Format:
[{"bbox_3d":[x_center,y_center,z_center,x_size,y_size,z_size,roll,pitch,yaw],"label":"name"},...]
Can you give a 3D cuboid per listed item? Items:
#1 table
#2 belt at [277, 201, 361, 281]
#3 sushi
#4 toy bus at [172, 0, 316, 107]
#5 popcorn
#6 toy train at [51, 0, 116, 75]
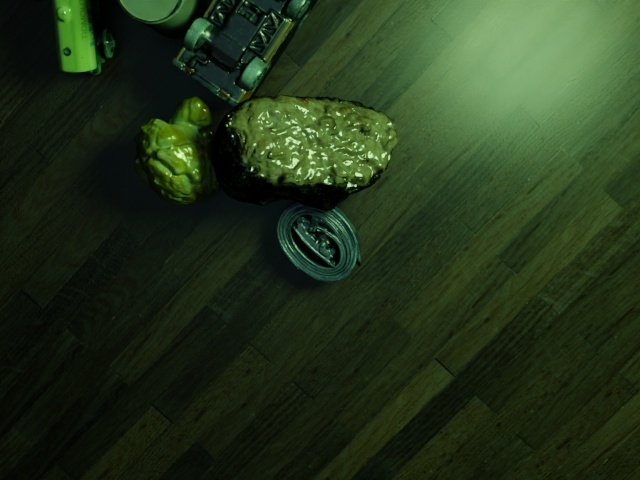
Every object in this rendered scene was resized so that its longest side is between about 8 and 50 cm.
[{"bbox_3d":[-0.293,-0.453,1.328,0.126,0.220,0.126,0,98,1],"label":"table"},{"bbox_3d":[0.000,0.000,1.460,0.141,0.082,0.190,-41,94,11],"label":"belt"},{"bbox_3d":[-0.030,-0.170,1.339,0.350,0.171,0.211,-1,81,-24],"label":"sushi"},{"bbox_3d":[-0.118,-0.425,1.346,0.162,0.194,0.323,35,100,-4],"label":"toy bus"},{"bbox_3d":[-0.268,-0.175,1.389,0.198,0.198,0.212,22,91,-2],"label":"popcorn"},{"bbox_3d":[-0.462,-0.436,1.348,0.105,0.157,0.253,3,113,1],"label":"toy train"}]
